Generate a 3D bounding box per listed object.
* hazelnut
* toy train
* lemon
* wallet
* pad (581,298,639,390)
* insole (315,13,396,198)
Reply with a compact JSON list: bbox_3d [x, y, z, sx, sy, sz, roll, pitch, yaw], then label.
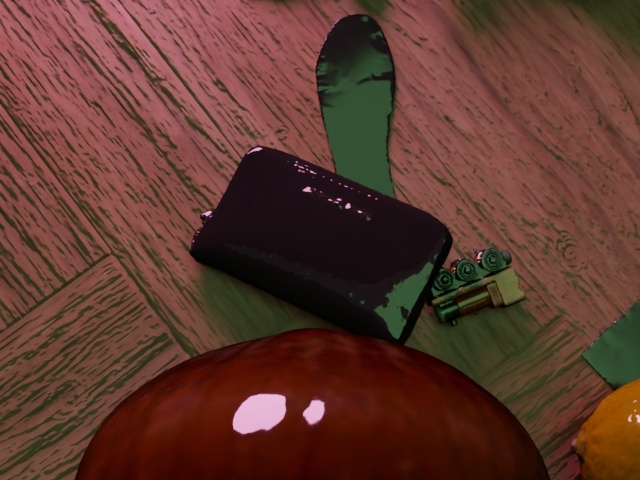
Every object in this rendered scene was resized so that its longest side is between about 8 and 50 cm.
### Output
[{"bbox_3d":[-0.012,0.258,1.075,0.429,0.402,0.402,3,78,8],"label":"hazelnut"},{"bbox_3d":[0.154,0.049,1.298,0.103,0.044,0.064,-21,91,-8],"label":"toy train"},{"bbox_3d":[0.340,0.216,1.209,0.203,0.178,0.178,12,78,0],"label":"lemon"},{"bbox_3d":[0.000,0.000,1.276,0.250,0.044,0.149,25,76,14],"label":"wallet"},{"bbox_3d":[0.416,0.100,1.323,0.245,0.006,0.170,-42,84,-11],"label":"pad"},{"bbox_3d":[0.041,-0.121,1.342,0.086,0.005,0.253,-2,78,-4],"label":"insole"}]
